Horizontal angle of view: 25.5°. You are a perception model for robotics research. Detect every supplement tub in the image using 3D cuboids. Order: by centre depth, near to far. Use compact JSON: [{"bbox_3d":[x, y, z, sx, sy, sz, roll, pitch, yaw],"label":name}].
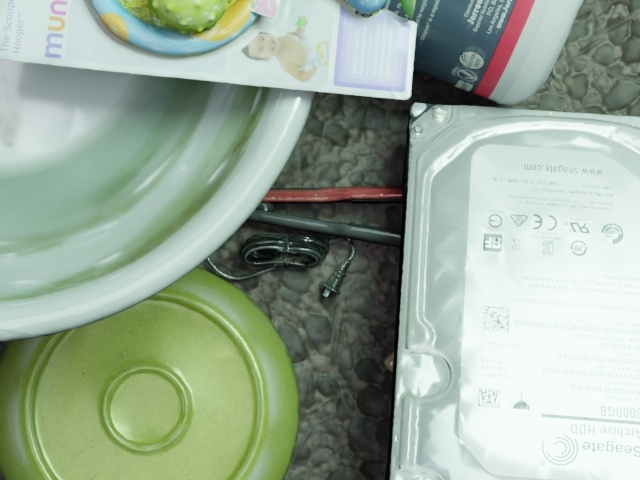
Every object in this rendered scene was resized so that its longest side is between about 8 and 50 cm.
[{"bbox_3d":[0.060,-0.229,1.039,0.272,0.191,0.191,21,89,0],"label":"supplement tub"}]

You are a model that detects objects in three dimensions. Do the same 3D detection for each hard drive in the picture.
[{"bbox_3d":[0.170,0.070,1.019,0.237,0.064,0.339,5,73,2],"label":"hard drive"}]

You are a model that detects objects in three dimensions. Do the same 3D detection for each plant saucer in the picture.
[{"bbox_3d":[-0.197,-0.140,0.846,0.400,0.100,0.400,0,86,-5],"label":"plant saucer"},{"bbox_3d":[-0.134,0.130,1.087,0.241,0.037,0.241,1,81,-5],"label":"plant saucer"}]

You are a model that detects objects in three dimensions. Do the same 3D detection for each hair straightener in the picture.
[{"bbox_3d":[0.000,0.000,1.104,0.230,0.047,0.089,2,89,-3],"label":"hair straightener"}]

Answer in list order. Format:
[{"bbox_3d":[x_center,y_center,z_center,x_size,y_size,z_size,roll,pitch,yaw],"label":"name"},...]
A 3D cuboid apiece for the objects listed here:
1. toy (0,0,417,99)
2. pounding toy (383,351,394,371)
[{"bbox_3d":[-0.059,-0.160,0.783,0.237,0.056,0.137,6,84,-6],"label":"toy"},{"bbox_3d":[0.137,0.115,1.087,0.181,0.094,0.206,4,72,1],"label":"pounding toy"}]
